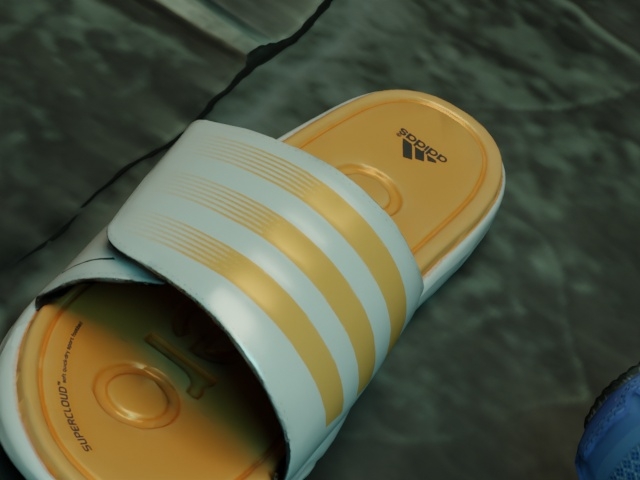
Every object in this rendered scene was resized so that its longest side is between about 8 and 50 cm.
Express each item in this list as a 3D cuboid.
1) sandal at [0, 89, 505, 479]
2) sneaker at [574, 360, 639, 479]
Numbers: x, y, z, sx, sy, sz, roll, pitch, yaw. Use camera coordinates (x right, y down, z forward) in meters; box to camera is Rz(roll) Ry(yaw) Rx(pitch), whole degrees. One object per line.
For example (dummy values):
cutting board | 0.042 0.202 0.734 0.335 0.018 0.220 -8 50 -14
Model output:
sandal | -0.009 -0.006 0.603 0.102 0.076 0.265 32 40 10
sneaker | 0.160 0.157 0.465 0.147 0.129 0.330 -8 49 -36
